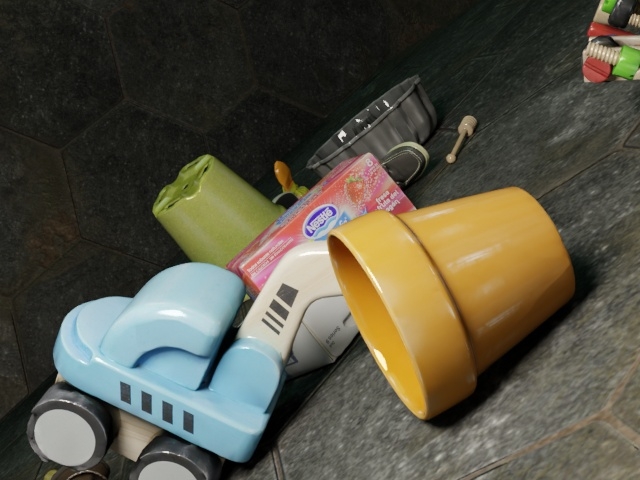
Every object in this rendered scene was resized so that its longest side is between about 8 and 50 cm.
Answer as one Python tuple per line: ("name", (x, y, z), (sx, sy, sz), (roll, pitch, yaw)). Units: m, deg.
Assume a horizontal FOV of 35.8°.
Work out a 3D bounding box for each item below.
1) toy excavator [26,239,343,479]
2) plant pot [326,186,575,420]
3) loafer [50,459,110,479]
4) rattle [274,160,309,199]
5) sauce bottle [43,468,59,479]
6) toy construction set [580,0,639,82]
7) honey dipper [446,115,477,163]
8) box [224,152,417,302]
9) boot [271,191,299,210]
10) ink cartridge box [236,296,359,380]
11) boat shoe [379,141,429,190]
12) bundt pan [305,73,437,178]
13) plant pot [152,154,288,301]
("toy excavator", (-0.096, 0.120, 1.225), (0.222, 0.433, 0.445), (-63, -3, -66))
("plant pot", (0.135, 0.042, 0.972), (0.188, 0.205, 0.205), (-26, 9, -9))
("loafer", (-0.405, 0.431, 1.545), (0.220, 0.080, 0.078), (-48, 32, 6))
("rattle", (-0.128, -0.121, 2.691), (0.199, 0.143, 0.130), (-7, 53, 61))
("sauce bottle", (-0.472, 0.439, 1.800), (0.042, 0.042, 0.128), (-45, 14, -26))
("toy construction set", (0.469, -0.275, 1.230), (0.309, 0.237, 0.257), (7, -76, -81))
("honey dipper", (0.266, -0.191, 1.887), (0.030, 0.030, 0.161), (-32, 14, 36))
("box", (0.000, 0.000, 1.702), (0.300, 0.142, 0.154), (-42, 10, -12))
("boot", (-0.146, -0.015, 2.446), (0.176, 0.088, 0.244), (-34, 16, 38))
("ink cartridge box", (-0.030, 0.121, 1.442), (0.212, 0.093, 0.154), (-26, 17, 47))
("boat shoe", (0.129, -0.114, 1.929), (0.223, 0.080, 0.073), (-35, 16, 52))
("bundt pan", (0.129, -0.223, 2.237), (0.331, 0.124, 0.331), (-38, 10, 8))
("plant pot", (-0.216, -0.039, 2.154), (0.276, 0.254, 0.276), (-35, 26, 20))
